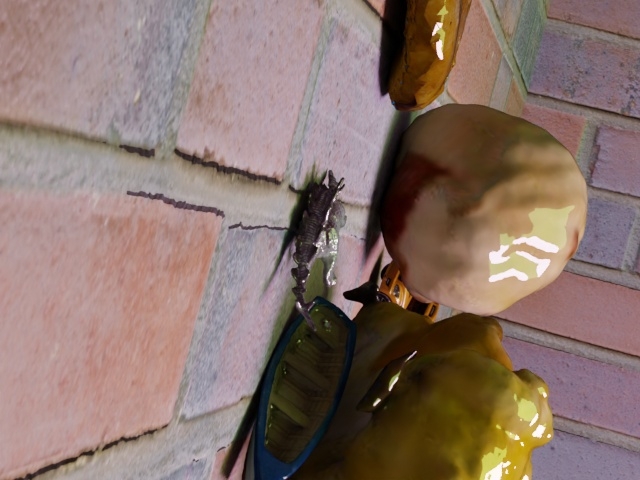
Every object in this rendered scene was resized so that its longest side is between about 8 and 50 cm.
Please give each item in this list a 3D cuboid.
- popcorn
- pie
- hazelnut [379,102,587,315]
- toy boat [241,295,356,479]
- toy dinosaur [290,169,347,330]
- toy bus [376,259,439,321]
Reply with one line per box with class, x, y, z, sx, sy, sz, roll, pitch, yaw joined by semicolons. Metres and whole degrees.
popcorn;0.106;0.202;1.545;0.297;0.281;0.316;-28;-162;35
pie;0.124;-0.262;1.629;0.273;0.069;0.273;12;90;-84
hazelnut;0.196;-0.036;1.853;0.241;0.261;0.261;83;24;-66
toy boat;-0.025;0.148;1.417;0.046;0.080;0.229;-36;-158;44
toy dinosaur;-0.002;0.000;1.374;0.209;0.039;0.082;-80;173;-45
toy bus;0.101;0.122;1.978;0.083;0.088;0.194;-58;161;-56
